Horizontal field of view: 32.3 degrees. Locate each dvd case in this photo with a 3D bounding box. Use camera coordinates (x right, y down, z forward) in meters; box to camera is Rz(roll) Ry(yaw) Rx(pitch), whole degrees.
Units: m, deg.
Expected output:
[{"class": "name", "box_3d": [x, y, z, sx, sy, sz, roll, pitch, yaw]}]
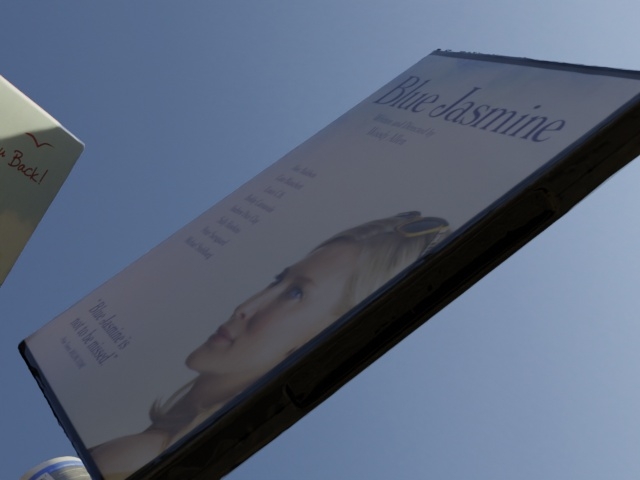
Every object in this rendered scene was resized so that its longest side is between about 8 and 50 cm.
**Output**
[{"class": "dvd case", "box_3d": [0.000, 0.000, 0.454, 0.253, 0.180, 0.022, -36, -67, -13]}]

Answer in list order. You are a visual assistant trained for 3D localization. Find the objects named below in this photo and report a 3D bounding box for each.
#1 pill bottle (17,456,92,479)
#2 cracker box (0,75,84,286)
[{"class": "pill bottle", "box_3d": [-0.139, 0.202, 0.699, 0.078, 0.137, 0.078, -24, -53, -36]}, {"class": "cracker box", "box_3d": [-0.201, 0.019, 0.357, 0.156, 0.067, 0.232, 43, -110, -46]}]
